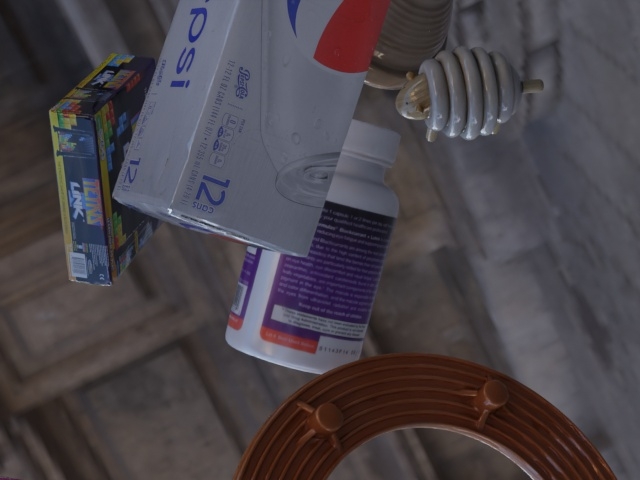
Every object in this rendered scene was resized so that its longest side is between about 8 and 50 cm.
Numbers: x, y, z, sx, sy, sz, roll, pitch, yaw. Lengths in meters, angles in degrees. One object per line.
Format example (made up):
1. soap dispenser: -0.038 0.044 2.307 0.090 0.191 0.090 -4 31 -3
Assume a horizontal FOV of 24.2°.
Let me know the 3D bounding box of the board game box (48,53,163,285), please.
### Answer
1. board game box: -0.190 -0.066 1.365 0.141 0.048 0.170 -58 -29 -56

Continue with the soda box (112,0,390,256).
1. soda box: -0.021 -0.140 0.856 0.091 0.286 0.098 20 175 -27

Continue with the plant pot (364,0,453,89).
1. plant pot: 0.076 -0.304 1.731 0.237 0.109 0.237 22 -129 -30

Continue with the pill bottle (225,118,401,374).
1. pill bottle: 0.000 0.000 1.163 0.108 0.108 0.193 -133 58 -84

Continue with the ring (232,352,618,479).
1. ring: 0.093 0.231 1.047 0.337 0.336 0.032 64 149 16

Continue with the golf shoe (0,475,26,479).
1. golf shoe: -0.209 0.187 1.008 0.086 0.186 0.067 132 143 -54

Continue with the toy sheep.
1. toy sheep: 0.130 -0.129 1.306 0.091 0.132 0.091 169 90 -82
